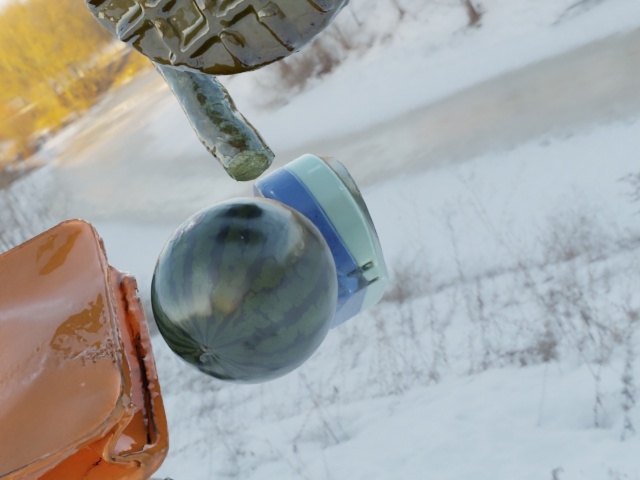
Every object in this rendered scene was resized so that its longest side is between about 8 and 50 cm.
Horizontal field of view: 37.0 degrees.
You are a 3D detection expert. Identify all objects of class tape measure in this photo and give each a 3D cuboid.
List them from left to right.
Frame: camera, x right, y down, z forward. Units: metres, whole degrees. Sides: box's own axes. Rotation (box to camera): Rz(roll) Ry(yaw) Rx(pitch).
[{"bbox_3d":[0.002,0.001,1.480,0.138,0.262,0.259,-22,-14,-10],"label":"tape measure"}]

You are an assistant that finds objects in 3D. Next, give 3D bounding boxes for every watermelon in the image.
[{"bbox_3d":[-0.081,0.052,1.059,0.212,0.212,0.212,-29,15,9],"label":"watermelon"}]

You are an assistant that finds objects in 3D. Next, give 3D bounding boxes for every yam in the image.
[{"bbox_3d":[-0.142,-0.177,1.079,0.061,0.274,0.061,-28,-25,-15],"label":"yam"}]

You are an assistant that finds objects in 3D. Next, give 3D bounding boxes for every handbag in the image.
[{"bbox_3d":[-0.351,0.165,1.127,0.304,0.116,0.410,-27,37,-1],"label":"handbag"}]

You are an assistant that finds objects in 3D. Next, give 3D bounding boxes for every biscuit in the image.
[{"bbox_3d":[-0.105,-0.310,0.875,0.332,0.332,0.103,-23,19,29],"label":"biscuit"}]

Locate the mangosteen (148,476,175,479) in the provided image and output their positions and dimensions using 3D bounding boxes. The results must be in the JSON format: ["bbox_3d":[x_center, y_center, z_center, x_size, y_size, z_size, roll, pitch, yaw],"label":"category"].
[{"bbox_3d":[-0.247,0.437,1.302,0.230,0.194,0.194,-53,19,-7],"label":"mangosteen"}]
